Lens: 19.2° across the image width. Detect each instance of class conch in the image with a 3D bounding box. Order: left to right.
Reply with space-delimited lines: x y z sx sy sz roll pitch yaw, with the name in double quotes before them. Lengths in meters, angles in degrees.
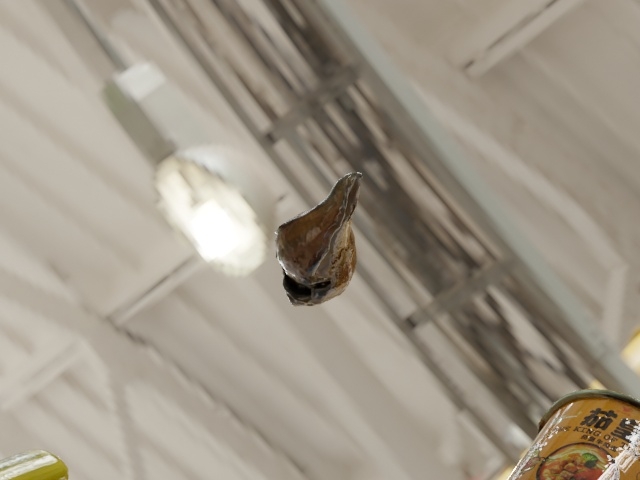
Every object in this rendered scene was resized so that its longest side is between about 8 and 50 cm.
"conch" -0.006 0.000 1.911 0.080 0.086 0.232 34 -22 21

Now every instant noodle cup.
"instant noodle cup" 0.276 0.286 1.955 0.216 0.172 0.215 23 -49 29

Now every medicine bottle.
"medicine bottle" -0.371 0.271 1.921 0.095 0.260 0.064 -16 -91 39
